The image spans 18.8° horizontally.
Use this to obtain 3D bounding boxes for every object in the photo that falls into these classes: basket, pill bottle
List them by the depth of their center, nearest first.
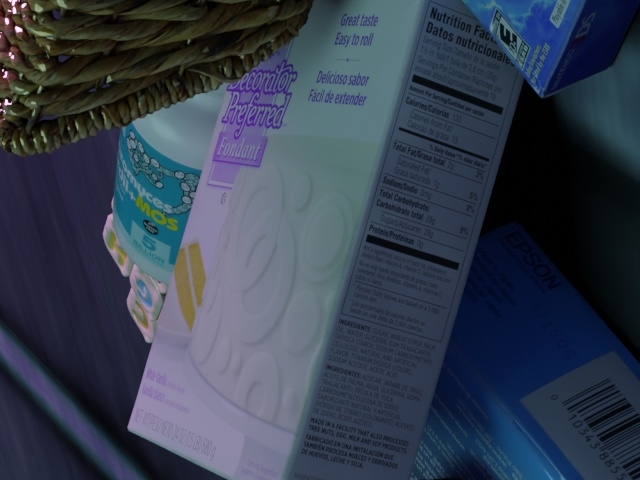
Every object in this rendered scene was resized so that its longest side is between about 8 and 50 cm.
[{"bbox_3d":[-0.116,-0.207,1.301,0.299,0.213,0.223,-119,41,-52],"label":"basket"},{"bbox_3d":[-0.086,-0.084,1.522,0.146,0.146,0.264,53,154,24],"label":"pill bottle"}]

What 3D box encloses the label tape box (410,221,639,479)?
[{"bbox_3d":[0.144,0.191,1.372,0.249,0.115,0.347,51,155,28],"label":"label tape box"}]

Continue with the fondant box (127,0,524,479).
[{"bbox_3d":[0.000,0.000,1.275,0.238,0.096,0.330,12,84,61],"label":"fondant box"}]

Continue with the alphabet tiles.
[{"bbox_3d":[-0.137,0.079,1.940,0.284,0.021,0.278,57,155,14],"label":"alphabet tiles"}]

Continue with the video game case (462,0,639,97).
[{"bbox_3d":[0.105,-0.251,1.076,0.244,0.061,0.269,55,155,22],"label":"video game case"}]

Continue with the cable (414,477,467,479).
[{"bbox_3d":[0.100,0.230,1.302,0.150,0.047,0.184,57,156,14],"label":"cable"}]
